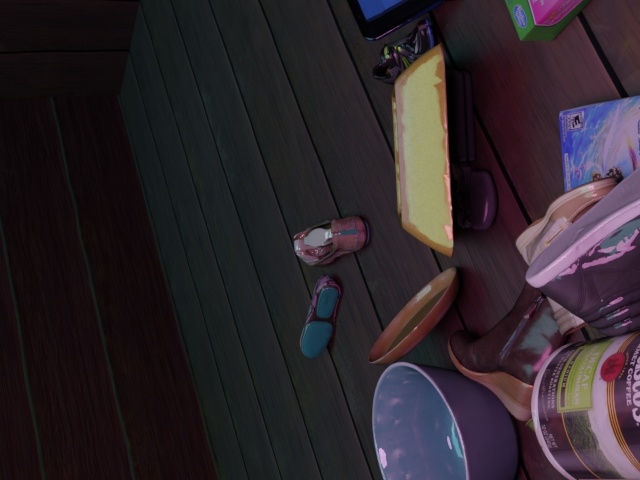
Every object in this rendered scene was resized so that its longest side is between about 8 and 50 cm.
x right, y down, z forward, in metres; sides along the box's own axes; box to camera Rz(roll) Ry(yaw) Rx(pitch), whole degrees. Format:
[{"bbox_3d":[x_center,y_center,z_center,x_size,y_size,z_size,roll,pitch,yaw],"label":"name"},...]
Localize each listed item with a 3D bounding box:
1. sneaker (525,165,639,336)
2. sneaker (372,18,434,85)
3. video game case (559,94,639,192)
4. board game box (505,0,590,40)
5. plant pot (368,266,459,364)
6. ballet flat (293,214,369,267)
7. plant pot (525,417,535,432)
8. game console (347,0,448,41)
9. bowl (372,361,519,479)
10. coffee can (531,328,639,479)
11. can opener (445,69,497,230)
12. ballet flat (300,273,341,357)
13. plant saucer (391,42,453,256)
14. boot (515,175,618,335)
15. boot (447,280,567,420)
[{"bbox_3d":[0.408,0.002,1.077,0.147,0.104,0.296,43,117,-6],"label":"sneaker"},{"bbox_3d":[0.156,-0.348,1.667,0.188,0.078,0.067,138,131,-59],"label":"sneaker"},{"bbox_3d":[0.429,-0.059,1.184,0.244,0.061,0.269,-2,94,64],"label":"video game case"},{"bbox_3d":[0.352,-0.471,1.242,0.316,0.064,0.242,-49,52,58],"label":"board game box"},{"bbox_3d":[0.178,0.145,1.628,0.032,0.236,0.236,43,149,-2],"label":"plant pot"},{"bbox_3d":[0.000,0.000,2.050,0.316,0.106,0.107,149,112,-63],"label":"ballet flat"},{"bbox_3d":[0.376,0.296,1.375,0.079,0.083,0.083,55,145,24],"label":"plant pot"},{"bbox_3d":[0.130,-0.546,1.553,0.250,0.173,0.293,101,152,-60],"label":"game console"},{"bbox_3d":[0.236,0.357,1.572,0.311,0.163,0.311,174,90,-65],"label":"bowl"},{"bbox_3d":[0.424,0.205,1.092,0.275,0.202,0.201,147,113,-63],"label":"coffee can"},{"bbox_3d":[0.256,-0.157,1.538,0.093,0.074,0.280,-6,92,30],"label":"can opener"},{"bbox_3d":[-0.001,0.178,2.150,0.079,0.077,0.221,-103,24,-60],"label":"ballet flat"},{"bbox_3d":[0.168,-0.147,1.512,0.333,0.081,0.332,-52,-42,-84],"label":"plant saucer"},{"bbox_3d":[0.358,0.025,1.196,0.213,0.077,0.165,123,132,-57],"label":"boot"},{"bbox_3d":[0.319,0.154,1.476,0.248,0.090,0.206,45,123,55],"label":"boot"}]
